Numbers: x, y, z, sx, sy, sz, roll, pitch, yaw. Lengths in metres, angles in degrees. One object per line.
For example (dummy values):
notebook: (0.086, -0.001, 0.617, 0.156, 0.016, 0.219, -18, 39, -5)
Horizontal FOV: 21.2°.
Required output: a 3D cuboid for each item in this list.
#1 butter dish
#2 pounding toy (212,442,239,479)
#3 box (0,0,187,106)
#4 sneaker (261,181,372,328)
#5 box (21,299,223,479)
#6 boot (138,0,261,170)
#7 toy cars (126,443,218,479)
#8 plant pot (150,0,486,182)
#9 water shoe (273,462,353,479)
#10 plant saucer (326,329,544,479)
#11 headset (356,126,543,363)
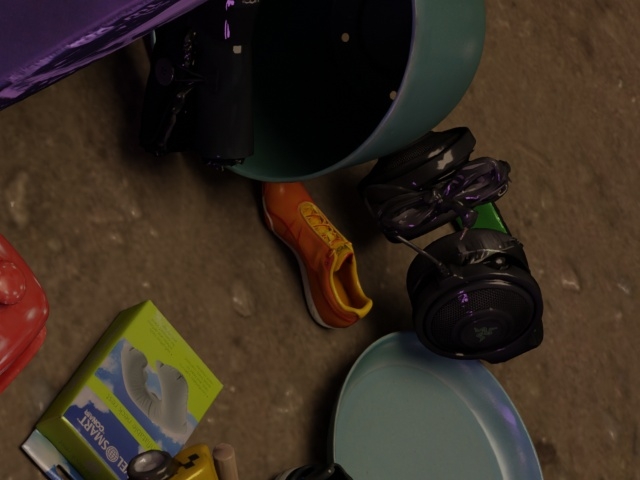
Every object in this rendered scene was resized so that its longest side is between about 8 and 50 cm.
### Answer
butter dish: (-0.271, 0.047, 1.317, 0.160, 0.118, 0.160, 54, 43, -15)
pounding toy: (-0.166, 0.249, 1.332, 0.237, 0.110, 0.183, -30, 131, -16)
box: (-0.188, -0.281, 1.211, 0.297, 0.480, 0.472, 62, 27, -6)
sneaker: (0.000, 0.000, 1.672, 0.064, 0.067, 0.175, -32, 95, -48)
box: (-0.164, 0.146, 1.445, 0.109, 0.042, 0.178, 51, 42, -17)
boot: (-0.150, -0.184, 1.558, 0.094, 0.246, 0.207, -12, 115, -48)
toy cars: (-0.224, 0.196, 1.149, 0.393, 0.087, 0.176, 19, 97, -31)
plant pot: (0.022, -0.208, 1.641, 0.235, 0.293, 0.293, -9, 79, -57)
water shoe: (-0.022, 0.284, 1.502, 0.073, 0.080, 0.203, 34, 50, -31)
plant saucer: (0.112, 0.246, 1.692, 0.317, 0.043, 0.318, 23, 56, -39)
headset: (0.152, -0.012, 1.700, 0.394, 0.185, 0.243, 15, 50, -67)
